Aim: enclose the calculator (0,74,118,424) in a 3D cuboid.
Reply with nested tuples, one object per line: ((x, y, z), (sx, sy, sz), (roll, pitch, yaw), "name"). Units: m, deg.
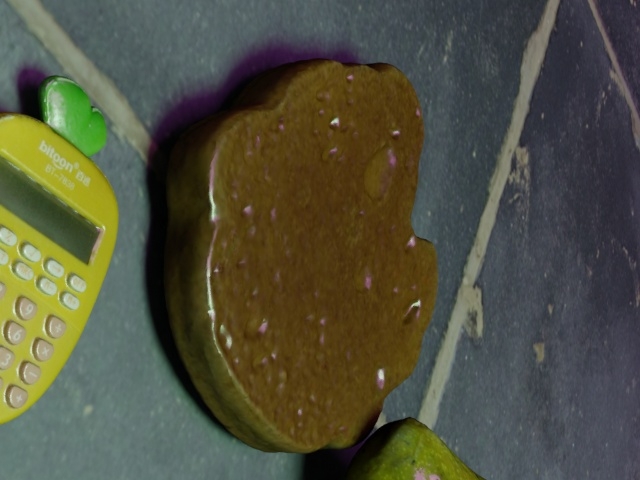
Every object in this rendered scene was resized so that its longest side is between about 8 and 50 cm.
((-0.195, 0.004, 0.749), (0.146, 0.032, 0.235), (43, 55, -48), "calculator")

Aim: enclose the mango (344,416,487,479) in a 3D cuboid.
((0.113, 0.305, 1.078), (0.329, 0.175, 0.177), (56, 31, -47), "mango")

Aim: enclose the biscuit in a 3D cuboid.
((0.000, 0.000, 1.012), (0.359, 0.074, 0.381), (63, 39, -37), "biscuit")
